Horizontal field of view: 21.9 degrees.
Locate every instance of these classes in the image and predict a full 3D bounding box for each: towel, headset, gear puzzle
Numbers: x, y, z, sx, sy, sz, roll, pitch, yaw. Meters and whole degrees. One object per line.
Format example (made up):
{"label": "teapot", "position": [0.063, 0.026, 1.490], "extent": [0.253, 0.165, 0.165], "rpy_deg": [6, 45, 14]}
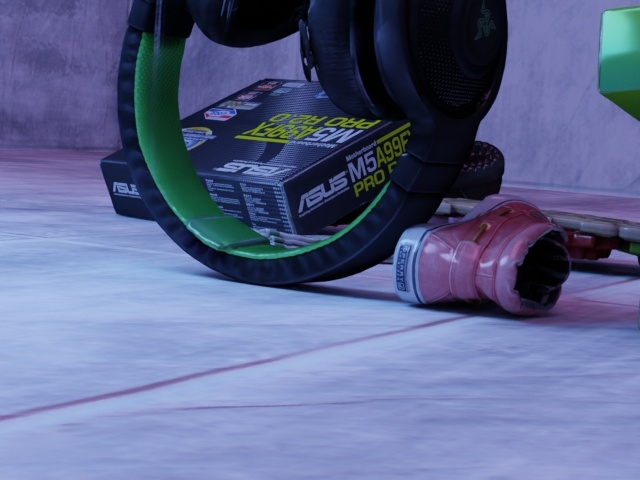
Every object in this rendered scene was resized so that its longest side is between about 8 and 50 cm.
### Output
{"label": "towel", "position": [0.000, 0.000, 1.271], "extent": [0.152, 0.023, 0.113], "rpy_deg": [2, 6, -30]}
{"label": "headset", "position": [-0.006, -0.161, 0.985], "extent": [0.243, 0.394, 0.185], "rpy_deg": [32, 17, 29]}
{"label": "gear puzzle", "position": [0.254, 0.008, 1.342], "extent": [0.339, 0.044, 0.175], "rpy_deg": [8, 4, 15]}

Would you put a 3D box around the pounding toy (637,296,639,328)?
{"label": "pounding toy", "position": [0.264, -0.007, 0.898], "extent": [0.141, 0.130, 0.100], "rpy_deg": [3, 5, -21]}

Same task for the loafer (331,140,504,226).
{"label": "loafer", "position": [0.066, -0.034, 1.546], "extent": [0.220, 0.078, 0.080], "rpy_deg": [-6, 32, 9]}

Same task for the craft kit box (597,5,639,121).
{"label": "craft kit box", "position": [0.320, -0.081, 0.939], "extent": [0.250, 0.061, 0.247], "rpy_deg": [-2, -17, 34]}

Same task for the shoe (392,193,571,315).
{"label": "shoe", "position": [0.120, 0.011, 1.007], "extent": [0.081, 0.063, 0.178], "rpy_deg": [8, 11, 30]}

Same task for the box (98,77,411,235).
{"label": "box", "position": [-0.038, -0.080, 1.513], "extent": [0.216, 0.060, 0.270], "rpy_deg": [-30, 24, -34]}
